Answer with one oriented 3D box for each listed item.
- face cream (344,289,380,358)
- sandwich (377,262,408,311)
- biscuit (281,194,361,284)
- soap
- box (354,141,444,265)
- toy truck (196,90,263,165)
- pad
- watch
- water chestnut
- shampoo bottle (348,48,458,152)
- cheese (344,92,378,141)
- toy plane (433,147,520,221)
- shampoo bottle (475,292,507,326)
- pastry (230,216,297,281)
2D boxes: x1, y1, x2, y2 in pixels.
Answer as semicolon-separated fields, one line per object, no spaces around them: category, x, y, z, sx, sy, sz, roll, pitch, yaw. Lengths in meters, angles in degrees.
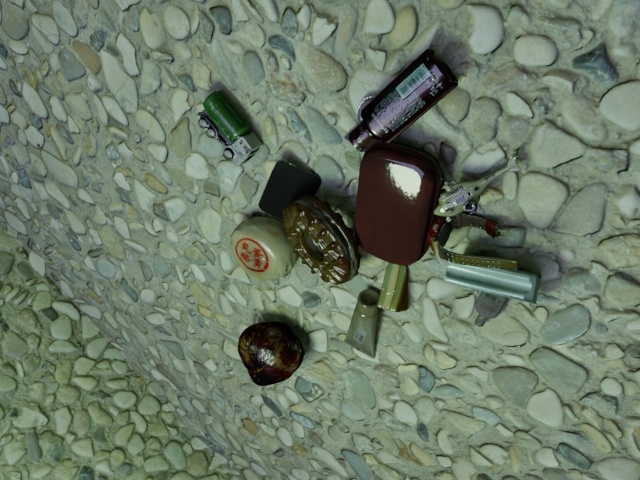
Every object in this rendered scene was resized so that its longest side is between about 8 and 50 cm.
face cream;0.160;0.315;2.138;0.137;0.084;0.341;27;141;19
sandwich;0.264;0.158;1.989;0.079;0.113;0.163;13;92;28
biscuit;0.000;0.000;1.937;0.332;0.103;0.332;39;152;26
soap;0.506;0.117;1.691;0.262;0.150;0.094;14;95;28
box;0.228;-0.109;1.757;0.263;0.108;0.403;21;131;20
toy truck;-0.305;-0.378;1.943;0.125;0.101;0.242;-36;94;32
pad;-0.174;-0.210;2.000;0.323;0.055;0.250;38;134;7
watch;0.441;0.001;1.646;0.269;0.164;0.102;9;140;29
water chestnut;-0.194;0.450;2.360;0.289;0.244;0.289;25;134;29
shampoo bottle;0.210;-0.362;1.570;0.129;0.084;0.323;46;125;-6
cheese;0.143;-0.345;1.695;0.105;0.042;0.190;36;136;10
toy plane;0.427;-0.149;1.589;0.286;0.092;0.108;-30;100;32
shampoo bottle;0.529;0.207;1.824;0.080;0.040;0.165;26;133;16
pastry;-0.212;0.034;2.150;0.265;0.133;0.264;20;134;22
